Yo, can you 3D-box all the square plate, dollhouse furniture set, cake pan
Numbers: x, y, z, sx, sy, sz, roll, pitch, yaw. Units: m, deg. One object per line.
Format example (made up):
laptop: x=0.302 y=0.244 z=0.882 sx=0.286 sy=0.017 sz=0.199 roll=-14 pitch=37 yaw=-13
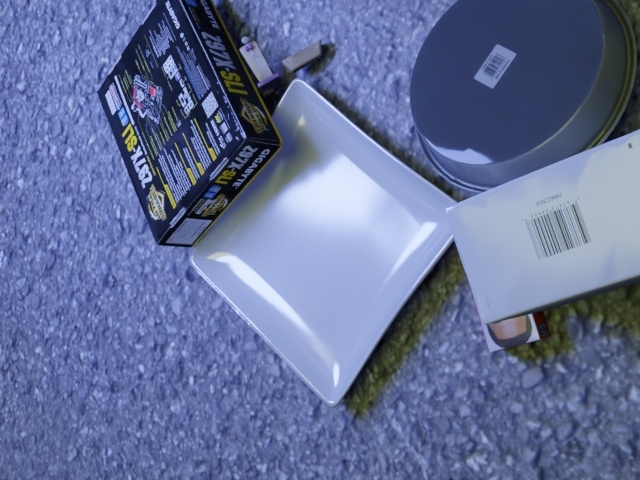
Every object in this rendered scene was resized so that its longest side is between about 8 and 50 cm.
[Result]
square plate: x=0.000 y=0.000 z=1.224 sx=0.344 sy=0.049 sz=0.347 roll=42 pitch=111 yaw=26
dollhouse furniture set: x=-0.059 y=-0.280 z=1.257 sx=0.114 sy=0.091 sz=0.081 roll=-30 pitch=88 yaw=0
cake pan: x=0.228 y=-0.200 z=1.026 sx=0.293 sy=0.054 sz=0.293 roll=-15 pitch=65 yaw=35

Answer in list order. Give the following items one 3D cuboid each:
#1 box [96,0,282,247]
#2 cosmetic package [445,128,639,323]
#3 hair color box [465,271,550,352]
box: x=-0.213 y=-0.193 z=1.300 sx=0.257 sy=0.079 sz=0.322 roll=-46 pitch=59 yaw=35
cosmetic package: x=0.297 y=-0.010 z=0.929 sx=0.224 sy=0.225 sz=0.138 roll=-23 pitch=80 yaw=31
hair color box: x=0.234 y=0.065 z=1.077 sx=0.072 sy=0.043 sz=0.141 roll=-21 pitch=80 yaw=30
